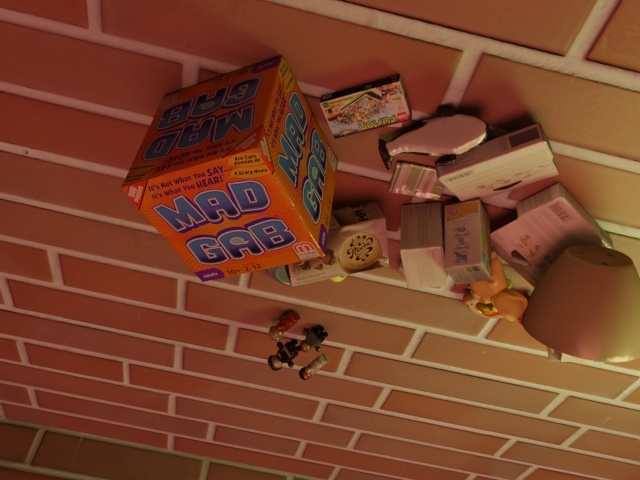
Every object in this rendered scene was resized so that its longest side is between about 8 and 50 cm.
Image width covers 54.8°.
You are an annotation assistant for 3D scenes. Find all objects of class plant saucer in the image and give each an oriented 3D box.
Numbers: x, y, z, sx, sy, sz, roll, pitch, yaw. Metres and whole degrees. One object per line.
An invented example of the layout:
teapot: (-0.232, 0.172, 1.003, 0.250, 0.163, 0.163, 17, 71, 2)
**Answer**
plant saucer: (-0.095, 0.103, 2.059, 0.194, 0.037, 0.195, 4, 137, 4)

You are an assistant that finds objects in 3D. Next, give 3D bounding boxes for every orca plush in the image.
orca plush: (0.298, -0.241, 1.573, 0.287, 0.151, 0.102, -24, 160, 27)

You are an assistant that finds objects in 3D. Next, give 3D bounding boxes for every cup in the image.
cup: (0.747, 0.149, 1.705, 0.330, 0.331, 0.237, 5, 111, 4)

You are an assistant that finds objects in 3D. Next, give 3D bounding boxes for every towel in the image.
towel: (0.273, -0.162, 1.718, 0.151, 0.023, 0.113, 11, 139, -2)

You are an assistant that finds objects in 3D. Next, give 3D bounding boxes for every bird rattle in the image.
bird rattle: (0.589, 0.199, 2.025, 0.206, 0.143, 0.253, -17, 146, 41)

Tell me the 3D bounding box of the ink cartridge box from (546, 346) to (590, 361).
ink cartridge box: (0.879, 0.359, 2.127, 0.181, 0.104, 0.062, -1, 137, 10)

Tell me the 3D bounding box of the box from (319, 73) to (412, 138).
box: (0.114, -0.332, 1.542, 0.206, 0.036, 0.114, -11, 129, 20)

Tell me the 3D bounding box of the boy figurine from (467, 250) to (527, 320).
boy figurine: (0.486, 0.106, 1.790, 0.092, 0.285, 0.177, -20, 144, -28)

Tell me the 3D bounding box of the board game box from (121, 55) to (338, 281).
board game box: (-0.198, -0.168, 1.540, 0.356, 0.357, 0.356, -12, 134, 21)

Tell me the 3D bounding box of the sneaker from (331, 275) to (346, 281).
sneaker: (0.000, 0.000, 1.902, 0.123, 0.109, 0.295, -40, 119, 7)

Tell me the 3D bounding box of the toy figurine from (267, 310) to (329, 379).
toy figurine: (-0.083, 0.391, 2.242, 0.209, 0.213, 0.148, 30, 122, -29)

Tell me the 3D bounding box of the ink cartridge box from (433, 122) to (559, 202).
ink cartridge box: (0.466, -0.192, 1.617, 0.275, 0.060, 0.239, -18, 159, 24)

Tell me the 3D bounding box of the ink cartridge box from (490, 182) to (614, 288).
ink cartridge box: (0.657, -0.005, 1.794, 0.296, 0.066, 0.261, 37, 131, -27)

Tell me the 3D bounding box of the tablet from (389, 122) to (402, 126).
tablet: (0.168, -0.314, 1.581, 0.083, 0.006, 0.054, 3, 137, 5)

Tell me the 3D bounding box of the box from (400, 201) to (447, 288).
box: (0.301, 0.015, 1.788, 0.119, 0.181, 0.182, -4, 137, 14)

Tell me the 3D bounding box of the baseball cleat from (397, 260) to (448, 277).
baseball cleat: (0.305, 0.100, 1.916, 0.109, 0.072, 0.206, 28, 163, -14)

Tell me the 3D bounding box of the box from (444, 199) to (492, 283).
box: (0.412, 0.004, 1.722, 0.103, 0.203, 0.114, -10, 149, 28)

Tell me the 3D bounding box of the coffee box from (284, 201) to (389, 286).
coffee box: (0.037, 0.008, 1.782, 0.297, 0.119, 0.168, -11, 120, -7)
